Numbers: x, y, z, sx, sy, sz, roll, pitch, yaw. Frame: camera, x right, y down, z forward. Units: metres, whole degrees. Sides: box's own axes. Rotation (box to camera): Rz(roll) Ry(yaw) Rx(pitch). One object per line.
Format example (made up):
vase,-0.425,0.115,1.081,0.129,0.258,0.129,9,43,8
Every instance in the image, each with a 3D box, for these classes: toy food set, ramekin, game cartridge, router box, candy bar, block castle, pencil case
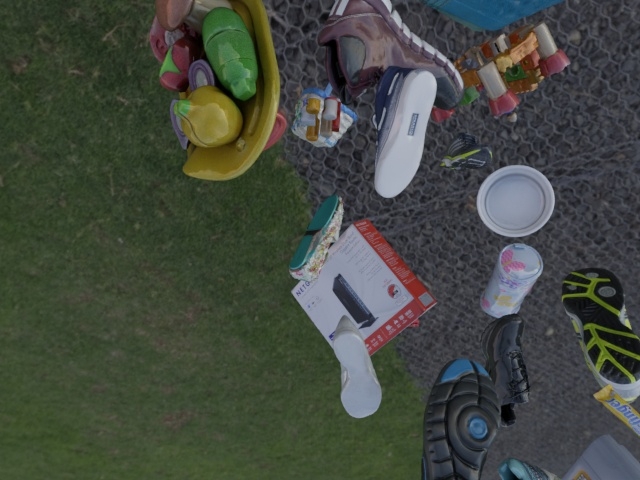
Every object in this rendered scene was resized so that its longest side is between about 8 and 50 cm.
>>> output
toy food set,0.005,-0.385,1.380,0.111,0.104,0.232,4,169,4
ramekin,0.771,-0.152,1.851,0.277,0.277,0.135,-20,173,22
game cartridge,0.545,0.552,0.900,0.062,0.198,0.297,6,119,-19
router box,0.108,0.160,1.328,0.301,0.082,0.335,51,126,15
candy bar,0.587,0.339,0.859,0.040,0.161,0.018,-36,140,-4
toy food set,-0.108,-0.158,0.392,0.128,0.218,0.071,-28,157,37
block castle,0.586,-0.544,1.610,0.303,0.453,0.213,-38,108,-6
pencil case,0.527,0.118,1.298,0.113,0.124,0.273,17,154,17

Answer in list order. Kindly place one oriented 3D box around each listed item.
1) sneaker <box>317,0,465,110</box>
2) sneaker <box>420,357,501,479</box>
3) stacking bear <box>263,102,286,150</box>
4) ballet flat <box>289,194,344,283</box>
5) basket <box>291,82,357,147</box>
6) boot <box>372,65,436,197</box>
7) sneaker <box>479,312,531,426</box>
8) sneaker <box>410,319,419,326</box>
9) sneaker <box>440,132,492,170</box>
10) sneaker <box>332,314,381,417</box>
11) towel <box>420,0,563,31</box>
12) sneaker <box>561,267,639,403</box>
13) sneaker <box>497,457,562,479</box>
sneaker,0.104,-0.264,0.762,0.281,0.162,0.106,34,169,-23
sneaker,0.216,0.371,0.791,0.125,0.341,0.139,16,153,3
stacking bear,-0.208,-0.425,1.311,0.164,0.289,0.175,-29,159,28
ballet flat,0.000,0.000,1.128,0.091,0.241,0.077,0,143,48
basket,0.033,-0.483,1.654,0.201,0.255,0.289,34,86,-20
boot,0.112,-0.166,0.710,0.069,0.086,0.190,5,112,-30
sneaker,0.440,0.305,1.086,0.109,0.130,0.286,-7,115,-17
sneaker,0.287,0.281,1.673,0.128,0.221,0.087,-7,90,12
sneaker,0.483,-0.303,1.556,0.111,0.300,0.121,8,95,-8
sneaker,0.071,0.245,0.916,0.080,0.094,0.212,-9,112,3
towel,0.174,-0.244,0.265,0.271,0.040,0.370,4,175,-34
sneaker,0.692,0.221,1.160,0.145,0.384,0.147,-7,127,25
sneaker,0.304,0.488,0.736,0.122,0.283,0.110,34,140,-5
